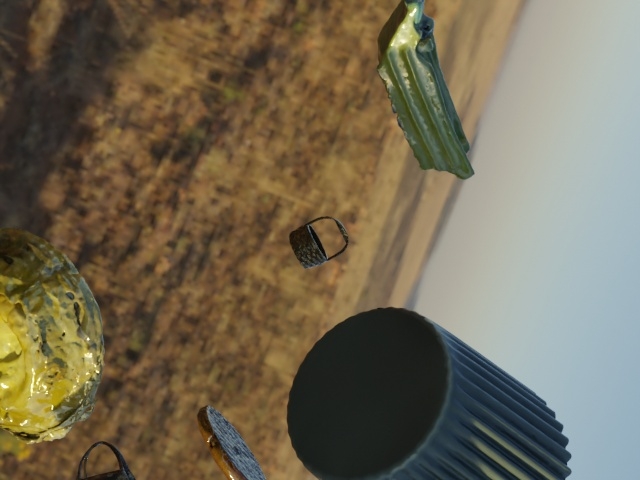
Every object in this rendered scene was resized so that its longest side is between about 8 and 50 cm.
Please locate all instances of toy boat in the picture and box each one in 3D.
[{"bbox_3d":[0.135,-0.205,1.641,0.111,0.084,0.276,-86,158,-53],"label":"toy boat"}]

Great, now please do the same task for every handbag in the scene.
[{"bbox_3d":[-0.351,0.398,1.997,0.072,0.115,0.139,59,19,-67],"label":"handbag"}]

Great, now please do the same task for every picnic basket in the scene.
[{"bbox_3d":[0.000,0.000,1.846,0.083,0.072,0.072,-27,-179,9],"label":"picnic basket"}]

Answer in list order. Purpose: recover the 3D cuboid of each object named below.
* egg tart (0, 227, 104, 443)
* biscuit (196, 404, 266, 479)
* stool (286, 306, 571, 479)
[{"bbox_3d":[-0.388,0.124,1.513,0.095,0.278,0.279,-18,132,-58],"label":"egg tart"},{"bbox_3d":[-0.160,0.394,2.231,0.036,0.212,0.212,-34,175,2],"label":"biscuit"},{"bbox_3d":[0.142,0.267,1.666,0.330,0.297,0.297,40,66,-45],"label":"stool"}]
